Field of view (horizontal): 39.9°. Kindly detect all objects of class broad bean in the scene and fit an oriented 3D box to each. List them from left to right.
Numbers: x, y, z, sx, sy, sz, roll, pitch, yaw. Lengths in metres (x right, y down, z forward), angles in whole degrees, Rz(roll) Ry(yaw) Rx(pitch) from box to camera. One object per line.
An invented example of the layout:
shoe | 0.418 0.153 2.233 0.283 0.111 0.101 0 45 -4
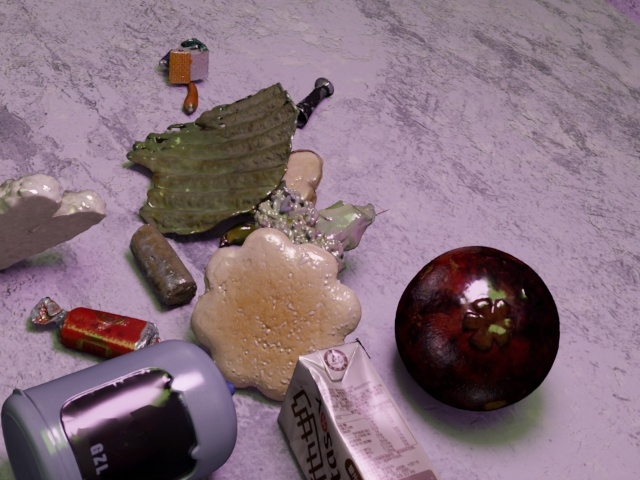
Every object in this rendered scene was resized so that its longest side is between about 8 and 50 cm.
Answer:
broad bean | -0.086 -0.011 1.862 0.256 0.052 0.053 1 60 -13

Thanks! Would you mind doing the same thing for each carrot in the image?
carrot | -0.313 -0.348 2.140 0.035 0.035 0.142 7 38 -10

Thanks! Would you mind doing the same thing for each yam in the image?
yam | -0.310 0.049 1.720 0.078 0.078 0.179 -20 55 -32

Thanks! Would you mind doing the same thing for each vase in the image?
vase | -0.024 -0.347 2.205 0.059 0.059 0.167 26 45 10

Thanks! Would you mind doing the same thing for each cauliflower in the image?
cauliflower | 0.000 0.000 1.726 0.315 0.239 0.256 -33 64 -8

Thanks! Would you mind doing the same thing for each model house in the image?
model house | -0.343 -0.447 2.177 0.100 0.088 0.100 -18 40 -32

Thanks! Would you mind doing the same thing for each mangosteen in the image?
mangosteen | 0.290 0.171 1.672 0.305 0.359 0.306 0 78 1

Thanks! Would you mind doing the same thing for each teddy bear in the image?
teddy bear | -0.642 -0.132 1.638 0.327 0.375 0.362 20 43 -64

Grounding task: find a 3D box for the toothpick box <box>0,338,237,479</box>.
toothpick box | -0.293 0.293 1.386 0.354 0.263 0.263 -19 55 -32

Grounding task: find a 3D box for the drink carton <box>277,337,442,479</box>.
drink carton | 0.060 0.353 1.446 0.132 0.194 0.325 -10 50 -27

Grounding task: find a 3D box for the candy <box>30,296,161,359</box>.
candy | -0.384 0.170 1.590 0.292 0.059 0.086 16 45 0

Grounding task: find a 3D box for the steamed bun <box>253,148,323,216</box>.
steamed bun | -0.083 -0.110 1.923 0.177 0.106 0.192 1 54 7

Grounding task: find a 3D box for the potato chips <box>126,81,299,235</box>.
potato chips | -0.217 -0.193 1.893 0.389 0.097 0.373 -24 47 5

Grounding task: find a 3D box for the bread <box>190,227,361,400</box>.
bread | -0.084 0.137 1.575 0.315 0.316 0.054 19 5 2
